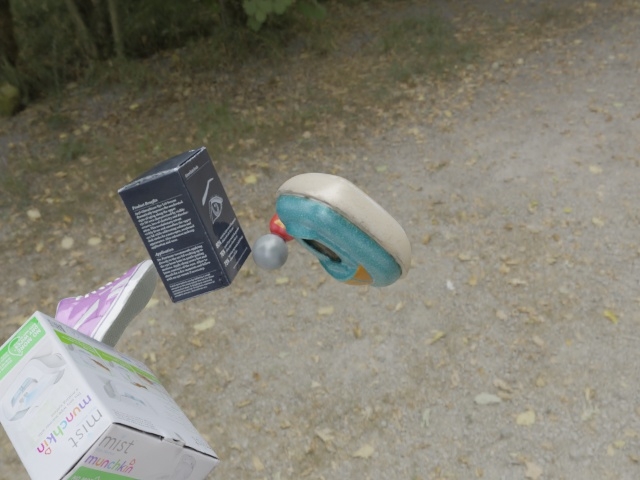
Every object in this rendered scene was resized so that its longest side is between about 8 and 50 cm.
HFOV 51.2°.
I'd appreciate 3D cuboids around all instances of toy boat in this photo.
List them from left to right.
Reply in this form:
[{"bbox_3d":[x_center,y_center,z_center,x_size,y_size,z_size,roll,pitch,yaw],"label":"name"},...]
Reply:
[{"bbox_3d":[0.000,0.000,1.123,0.318,0.267,0.148,9,65,55],"label":"toy boat"}]

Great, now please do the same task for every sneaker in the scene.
[{"bbox_3d":[-0.493,0.128,1.515,0.161,0.102,0.282,17,44,14],"label":"sneaker"}]

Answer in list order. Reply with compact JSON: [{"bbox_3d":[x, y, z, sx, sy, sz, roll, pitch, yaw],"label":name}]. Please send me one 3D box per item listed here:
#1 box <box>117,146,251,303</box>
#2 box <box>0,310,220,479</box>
[{"bbox_3d":[-0.213,-0.029,1.089,0.108,0.207,0.153,-18,16,14],"label":"box"},{"bbox_3d":[-0.300,0.248,0.934,0.127,0.262,0.231,-47,56,-5],"label":"box"}]
